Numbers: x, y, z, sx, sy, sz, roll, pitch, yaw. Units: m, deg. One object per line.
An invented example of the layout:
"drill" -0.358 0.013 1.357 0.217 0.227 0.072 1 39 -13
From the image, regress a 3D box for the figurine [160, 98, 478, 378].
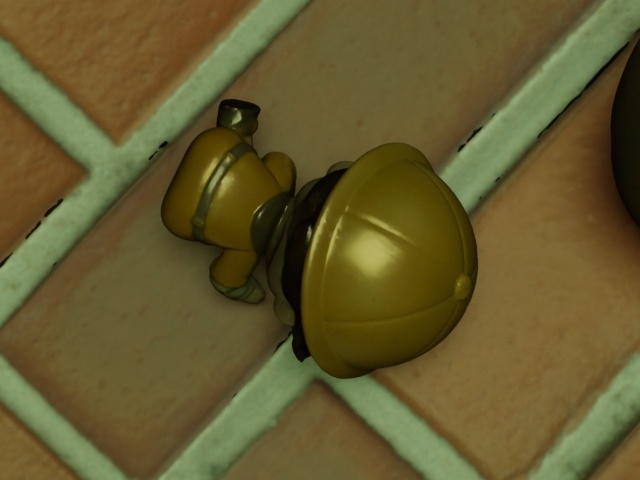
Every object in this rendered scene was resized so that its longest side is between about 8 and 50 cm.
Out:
"figurine" 0.000 0.000 1.250 0.256 0.167 0.192 21 95 4

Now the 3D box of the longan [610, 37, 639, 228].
"longan" 0.389 -0.121 1.232 0.350 0.288 0.288 -42 84 4
